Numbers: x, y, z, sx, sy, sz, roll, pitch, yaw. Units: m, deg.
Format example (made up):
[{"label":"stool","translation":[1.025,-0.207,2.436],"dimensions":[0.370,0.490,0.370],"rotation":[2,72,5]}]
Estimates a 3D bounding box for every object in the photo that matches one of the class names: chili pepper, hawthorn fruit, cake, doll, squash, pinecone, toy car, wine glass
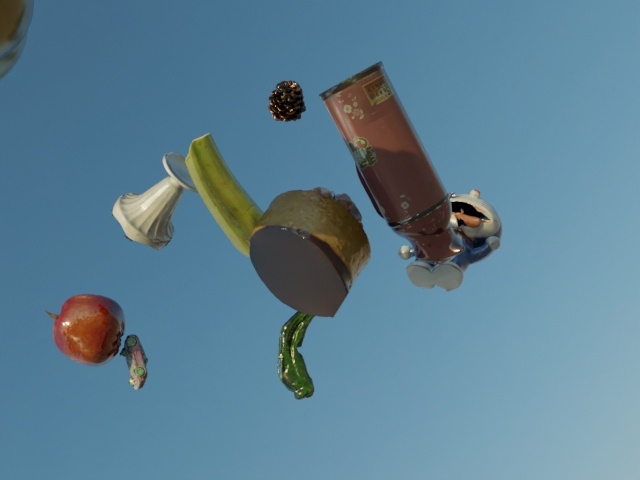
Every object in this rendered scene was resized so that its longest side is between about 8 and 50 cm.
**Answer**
[{"label":"chili pepper","translation":[-0.040,0.196,1.420],"dimensions":[0.050,0.073,0.182],"rotation":[84,-169,-79]},{"label":"hawthorn fruit","translation":[-0.587,0.215,1.943],"dimensions":[0.201,0.179,0.179],"rotation":[17,-62,-14]},{"label":"cake","translation":[0.000,0.000,1.296],"dimensions":[0.207,0.185,0.178],"rotation":[57,-132,-15]},{"label":"doll","translation":[0.283,-0.001,1.683],"dimensions":[0.257,0.215,0.161],"rotation":[-51,-41,-44]},{"label":"squash","translation":[-0.159,-0.071,1.395],"dimensions":[0.083,0.083,0.250],"rotation":[-36,-78,-13]},{"label":"pinecone","translation":[-0.065,-0.273,1.535],"dimensions":[0.077,0.077,0.083],"rotation":[-33,-13,-16]},{"label":"toy car","translation":[-0.461,0.304,1.964],"dimensions":[0.055,0.142,0.069],"rotation":[-5,-30,-32]},{"label":"wine glass","translation":[-0.369,-0.095,1.844],"dimensions":[0.196,0.164,0.165],"rotation":[-42,-31,23]}]

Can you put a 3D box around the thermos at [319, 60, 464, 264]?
[{"label":"thermos","translation":[0.112,-0.103,1.238],"dimensions":[0.136,0.330,0.109],"rotation":[-23,11,27]}]

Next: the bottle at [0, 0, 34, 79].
[{"label":"bottle","translation":[-0.404,-0.237,0.836],"dimensions":[0.172,0.351,0.171],"rotation":[-1,-88,-29]}]
